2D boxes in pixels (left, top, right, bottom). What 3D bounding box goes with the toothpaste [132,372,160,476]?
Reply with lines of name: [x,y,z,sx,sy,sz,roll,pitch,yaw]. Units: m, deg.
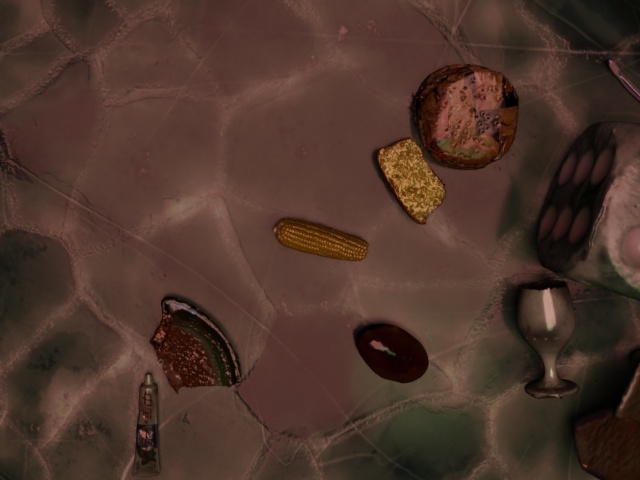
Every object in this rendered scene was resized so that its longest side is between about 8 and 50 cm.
toothpaste: [-0.373,0.398,1.892,0.060,0.038,0.233,3,97,-2]

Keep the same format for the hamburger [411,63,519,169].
hamburger: [0.305,-0.260,1.845,0.231,0.107,0.230,-1,101,-7]

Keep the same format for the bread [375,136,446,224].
bread: [0.193,-0.130,1.867,0.103,0.065,0.187,-36,95,-2]

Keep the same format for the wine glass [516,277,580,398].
wine glass: [0.487,0.208,1.884,0.127,0.126,0.241,-5,98,-3]

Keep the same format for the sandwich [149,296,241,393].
sandwich: [-0.274,0.225,1.860,0.159,0.079,0.235,-24,96,-1]

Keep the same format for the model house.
model house: [0.700,0.393,1.844,0.245,0.280,0.312,28,86,-18]

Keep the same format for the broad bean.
broad bean: [0.155,0.244,1.890,0.165,0.084,0.114,41,108,-12]

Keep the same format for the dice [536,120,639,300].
dice: [0.655,-0.046,1.769,0.349,0.328,0.330,14,93,-5]

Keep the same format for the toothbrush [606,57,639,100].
toothbrush: [0.713,-0.296,1.902,0.269,0.027,0.021,44,56,-6]

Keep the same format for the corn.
corn: [0.000,0.000,1.865,0.207,0.067,0.067,13,94,-7]
